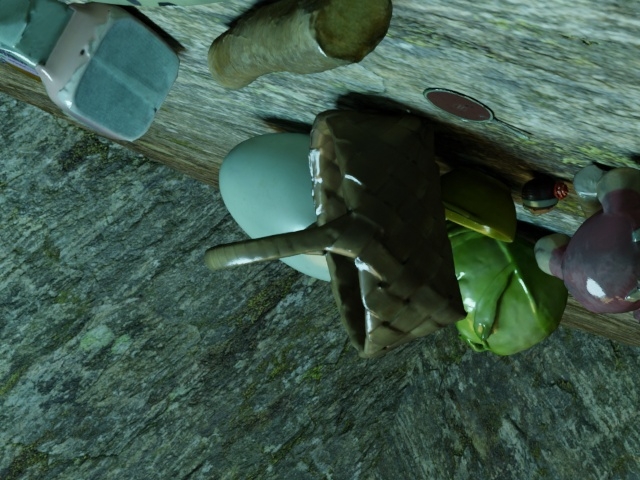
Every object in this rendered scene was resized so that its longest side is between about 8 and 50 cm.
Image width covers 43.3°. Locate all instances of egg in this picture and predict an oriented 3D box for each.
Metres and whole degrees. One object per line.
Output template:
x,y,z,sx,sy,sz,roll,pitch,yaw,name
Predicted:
-0.004,-0.061,1.354,0.371,0.229,0.230,26,177,16,egg

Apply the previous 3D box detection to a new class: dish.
0.226,-0.062,1.192,0.149,0.080,0.208,23,179,35,dish

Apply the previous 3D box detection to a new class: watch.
-0.356,-0.264,1.111,0.241,0.161,0.253,27,177,27,watch

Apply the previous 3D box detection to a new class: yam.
0.360,-0.040,1.032,0.046,0.046,0.264,19,176,27,yam
-0.041,-0.197,0.809,0.081,0.081,0.357,23,176,-23,yam

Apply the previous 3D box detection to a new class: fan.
0.177,-0.142,0.909,0.133,0.005,0.085,23,175,-3,fan

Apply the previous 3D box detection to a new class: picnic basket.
0.000,0.000,1.080,0.337,0.337,0.293,22,175,-7,picnic basket

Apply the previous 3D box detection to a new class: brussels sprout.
0.313,0.080,1.468,0.294,0.227,0.259,26,-155,-41,brussels sprout

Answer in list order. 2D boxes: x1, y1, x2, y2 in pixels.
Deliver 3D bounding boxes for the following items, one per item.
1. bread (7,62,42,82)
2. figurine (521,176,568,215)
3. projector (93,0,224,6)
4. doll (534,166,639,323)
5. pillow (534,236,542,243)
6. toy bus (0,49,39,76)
-0.554,-0.350,1.455,0.139,0.074,0.084,22,173,-21,bread
0.303,-0.057,1.091,0.060,0.047,0.106,-2,172,15,figurine
-0.168,-0.256,0.600,0.270,0.088,0.194,16,172,45,projector
0.389,0.019,0.911,0.256,0.152,0.196,11,170,-19,doll
0.468,0.030,1.406,0.118,0.043,0.185,21,176,-23,pillow
-0.446,-0.314,1.263,0.199,0.096,0.108,25,171,-6,toy bus
